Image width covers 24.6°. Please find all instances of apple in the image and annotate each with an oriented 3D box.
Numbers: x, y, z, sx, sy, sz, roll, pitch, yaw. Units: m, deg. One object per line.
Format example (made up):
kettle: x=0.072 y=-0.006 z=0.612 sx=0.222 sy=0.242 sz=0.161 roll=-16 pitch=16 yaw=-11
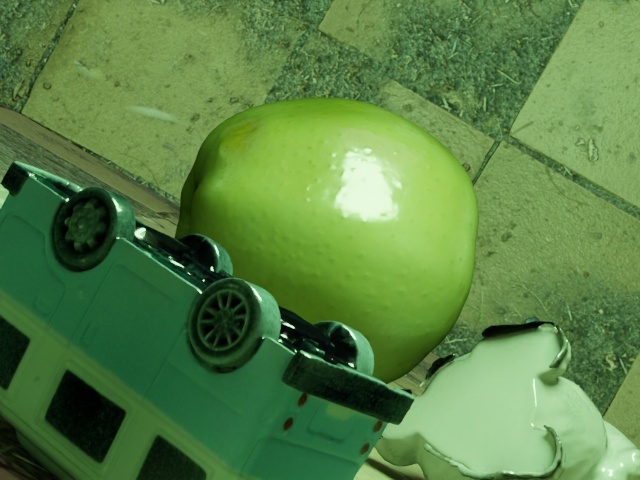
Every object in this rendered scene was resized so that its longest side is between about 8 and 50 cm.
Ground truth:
apple: x=0.000 y=0.000 z=1.694 sx=0.357 sy=0.357 sz=0.357 roll=30 pitch=3 yaw=-1

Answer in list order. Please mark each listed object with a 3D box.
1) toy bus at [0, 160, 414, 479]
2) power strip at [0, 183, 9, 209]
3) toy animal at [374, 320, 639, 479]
toy bus: x=-0.102 y=0.077 z=0.879 sx=0.271 sy=0.164 sz=0.133 roll=31 pitch=2 yaw=36
power strip: x=-0.288 y=0.002 z=1.251 sx=0.098 sy=0.058 sz=0.338 roll=27 pitch=8 yaw=0
toy animal: x=0.228 y=0.242 z=1.569 sx=0.258 sy=0.193 sz=0.357 roll=5 pitch=-27 yaw=28
